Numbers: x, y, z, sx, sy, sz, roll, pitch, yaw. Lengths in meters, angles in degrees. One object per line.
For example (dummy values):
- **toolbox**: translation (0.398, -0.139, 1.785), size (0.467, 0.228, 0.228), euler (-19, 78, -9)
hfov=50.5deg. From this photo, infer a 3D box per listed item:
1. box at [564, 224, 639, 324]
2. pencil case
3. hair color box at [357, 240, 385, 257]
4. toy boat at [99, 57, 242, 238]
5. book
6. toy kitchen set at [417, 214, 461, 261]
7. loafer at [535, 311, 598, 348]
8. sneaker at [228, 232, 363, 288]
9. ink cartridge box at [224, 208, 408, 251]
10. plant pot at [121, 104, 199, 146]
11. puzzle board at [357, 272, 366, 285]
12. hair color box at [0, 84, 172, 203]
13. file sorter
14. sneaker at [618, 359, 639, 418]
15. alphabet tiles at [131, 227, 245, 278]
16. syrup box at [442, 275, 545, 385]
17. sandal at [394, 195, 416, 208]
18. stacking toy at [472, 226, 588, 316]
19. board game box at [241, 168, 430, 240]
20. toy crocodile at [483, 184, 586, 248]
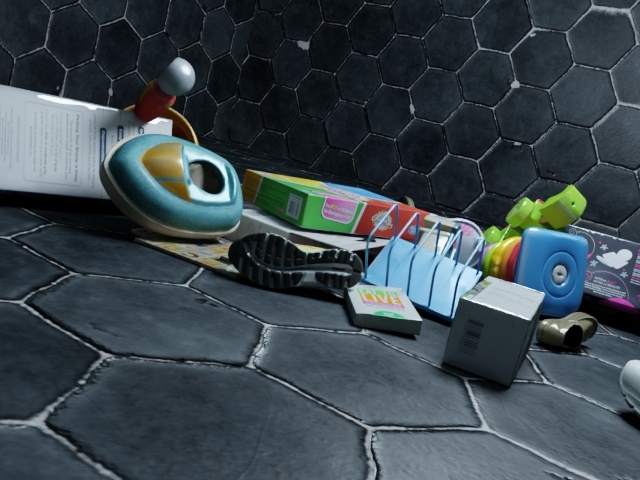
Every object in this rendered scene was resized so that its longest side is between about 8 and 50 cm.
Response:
- **box**: translation (0.629, 0.078, 1.477), size (0.247, 0.142, 0.163), euler (18, -10, 17)
- **pencil case**: translation (0.271, 0.002, 1.498), size (0.124, 0.113, 0.273), euler (12, 3, -4)
- **hair color box**: translation (0.139, 0.003, 1.563), size (0.093, 0.053, 0.167), euler (15, 11, 12)
- **toy boat**: translation (-0.253, -0.159, 1.176), size (0.267, 0.318, 0.148), euler (8, -32, -45)
- **book**: translation (0.089, 0.102, 1.020), size (0.096, 0.035, 0.144), euler (9, 12, -7)
- **toy kitchen set**: translation (0.221, 0.077, 1.255), size (0.122, 0.166, 0.207), euler (17, 47, 18)
- **loafer**: translation (0.420, 0.156, 1.132), size (0.148, 0.056, 0.050), euler (-5, 21, -35)
- **sneaker**: translation (-0.044, 0.041, 1.065), size (0.208, 0.081, 0.094), euler (12, -6, -13)
- **ink cartridge box**: translation (0.000, 0.000, 1.341), size (0.261, 0.066, 0.296), euler (19, 12, 25)
- **plant pot**: translation (-0.357, -0.174, 1.479), size (0.205, 0.205, 0.188), euler (14, -5, -1)
- **puzzle board**: translation (0.059, 0.069, 1.207), size (0.096, 0.011, 0.128), euler (10, 11, -22)
- **hair color box**: translation (-0.439, -0.156, 1.221), size (0.105, 0.174, 0.347), euler (-2, -4, 42)
- **file sorter**: translation (0.169, 0.031, 1.109), size (0.170, 0.104, 0.118), euler (24, 51, 22)
- **sneaker**: translation (0.493, 0.198, 0.779), size (0.111, 0.129, 0.297), euler (3, 14, -40)
- **alphabet tiles**: translation (-0.192, 0.014, 1.154), size (0.237, 0.009, 0.198), euler (19, 11, 21)
- **syrup box**: translation (0.253, 0.120, 0.965), size (0.096, 0.093, 0.237), euler (18, 11, 20)
- **sandal**: translation (0.236, -0.059, 1.886), size (0.086, 0.120, 0.303), euler (28, 9, -2)
- **stacking toy**: translation (0.391, 0.056, 1.425), size (0.175, 0.166, 0.302), euler (9, 0, -27)
- **board game box**: translation (0.030, -0.072, 1.403), size (0.316, 0.064, 0.242), euler (6, 12, -37)
- **toy crocodile**: translation (0.446, -0.014, 1.507), size (0.115, 0.105, 0.340), euler (38, -33, 1)
